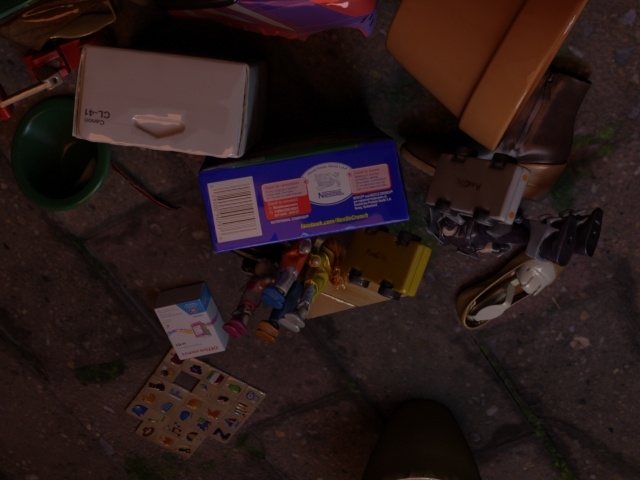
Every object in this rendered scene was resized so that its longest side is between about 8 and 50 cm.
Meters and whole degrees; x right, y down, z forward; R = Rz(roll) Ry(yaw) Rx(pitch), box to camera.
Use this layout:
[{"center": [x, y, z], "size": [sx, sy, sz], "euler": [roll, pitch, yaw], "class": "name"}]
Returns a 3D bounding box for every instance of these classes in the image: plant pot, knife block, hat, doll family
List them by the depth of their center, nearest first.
[{"center": [0.222, -0.293, 1.597], "size": [0.203, 0.291, 0.291], "euler": [32, 125, 7], "class": "plant pot"}, {"center": [-0.037, 0.069, 1.813], "size": [0.118, 0.163, 0.263], "euler": [34, 150, -11], "class": "doll family"}, {"center": [-0.371, -0.116, 1.925], "size": [0.173, 0.183, 0.208], "euler": [-27, 77, 15], "class": "hat"}, {"center": [0.000, 0.000, 1.927], "size": [0.276, 0.088, 0.242], "euler": [-14, 124, 16], "class": "knife block"}, {"center": [0.180, 0.410, 2.100], "size": [0.237, 0.254, 0.237], "euler": [3, 125, 5], "class": "plant pot"}]

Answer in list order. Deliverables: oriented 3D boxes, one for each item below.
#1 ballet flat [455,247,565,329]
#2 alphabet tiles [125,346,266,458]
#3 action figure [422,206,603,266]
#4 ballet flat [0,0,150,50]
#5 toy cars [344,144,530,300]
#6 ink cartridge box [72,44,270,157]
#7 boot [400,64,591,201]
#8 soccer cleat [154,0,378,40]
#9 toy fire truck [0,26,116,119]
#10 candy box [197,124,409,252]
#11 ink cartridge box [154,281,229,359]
[{"center": [0.323, 0.077, 1.958], "size": [0.232, 0.073, 0.080], "euler": [-37, 115, 27], "class": "ballet flat"}, {"center": [-0.243, 0.315, 2.228], "size": [0.198, 0.009, 0.237], "euler": [29, 124, -15], "class": "alphabet tiles"}, {"center": [0.281, -0.017, 1.839], "size": [0.285, 0.099, 0.185], "euler": [6, 177, 41], "class": "action figure"}, {"center": [-0.318, -0.363, 1.700], "size": [0.342, 0.116, 0.124], "euler": [-26, 139, 22], "class": "ballet flat"}, {"center": [0.177, -0.017, 1.751], "size": [0.087, 0.176, 0.394], "euler": [20, 139, -30], "class": "toy cars"}, {"center": [-0.194, -0.200, 1.662], "size": [0.226, 0.306, 0.131], "euler": [6, 98, 1], "class": "ink cartridge box"}, {"center": [0.261, -0.181, 1.793], "size": [0.249, 0.090, 0.206], "euler": [15, 113, -2], "class": "boot"}, {"center": [-0.076, -0.330, 1.693], "size": [0.318, 0.108, 0.116], "euler": [-5, 129, 6], "class": "soccer cleat"}, {"center": [-0.403, -0.248, 1.763], "size": [0.192, 0.135, 0.047], "euler": [-15, 123, 16], "class": "toy fire truck"}, {"center": [-0.027, -0.083, 1.703], "size": [0.268, 0.317, 0.122], "euler": [-10, 98, -1], "class": "candy box"}, {"center": [-0.222, 0.142, 2.075], "size": [0.089, 0.052, 0.122], "euler": [-13, 124, 15], "class": "ink cartridge box"}]
